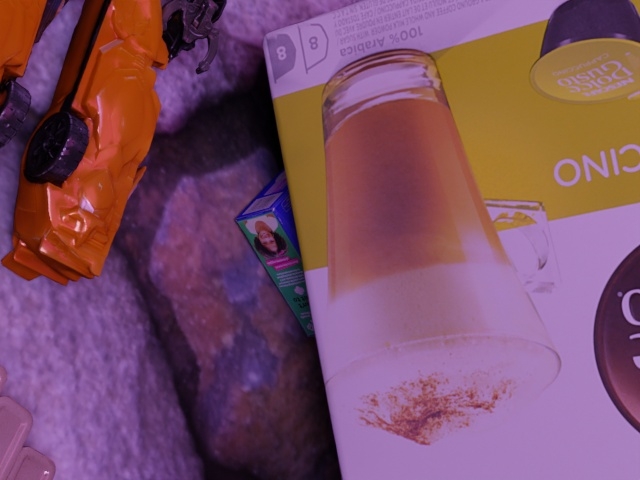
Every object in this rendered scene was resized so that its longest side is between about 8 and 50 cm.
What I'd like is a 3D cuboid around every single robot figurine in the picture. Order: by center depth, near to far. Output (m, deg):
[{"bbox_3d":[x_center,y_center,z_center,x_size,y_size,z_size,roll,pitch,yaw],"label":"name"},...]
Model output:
[{"bbox_3d":[-0.162,-0.134,0.731,0.211,0.085,0.291,33,59,-37],"label":"robot figurine"}]

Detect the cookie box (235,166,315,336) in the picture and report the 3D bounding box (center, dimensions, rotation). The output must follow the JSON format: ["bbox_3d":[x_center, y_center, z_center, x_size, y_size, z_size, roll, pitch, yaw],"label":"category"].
[{"bbox_3d":[0.000,0.000,0.897,0.107,0.040,0.092,59,44,-19],"label":"cookie box"}]

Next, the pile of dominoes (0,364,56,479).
[{"bbox_3d":[-0.238,0.127,0.638,0.196,0.040,0.251,-45,120,-43],"label":"pile of dominoes"}]

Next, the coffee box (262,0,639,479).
[{"bbox_3d":[0.212,-0.008,0.857,0.338,0.338,0.334,-3,82,-61],"label":"coffee box"}]
